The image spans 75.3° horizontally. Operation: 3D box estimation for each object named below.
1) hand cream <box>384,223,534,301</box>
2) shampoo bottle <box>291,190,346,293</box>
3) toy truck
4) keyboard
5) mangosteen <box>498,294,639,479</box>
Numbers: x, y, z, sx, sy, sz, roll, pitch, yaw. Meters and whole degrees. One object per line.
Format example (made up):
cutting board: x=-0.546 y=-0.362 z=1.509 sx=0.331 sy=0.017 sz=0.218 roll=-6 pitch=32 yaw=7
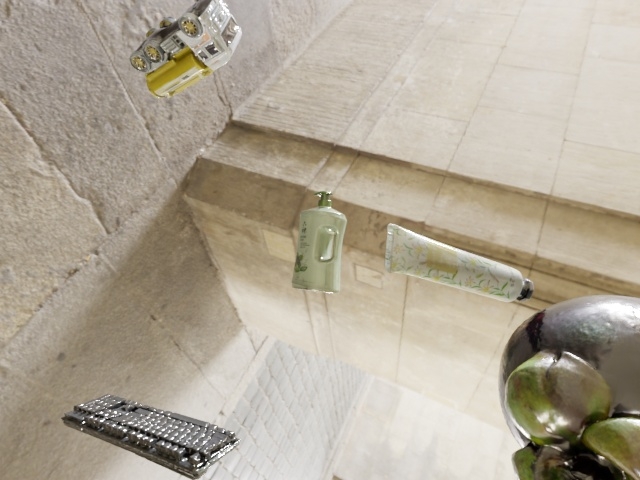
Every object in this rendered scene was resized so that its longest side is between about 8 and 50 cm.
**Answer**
hand cream: x=0.167 y=0.034 z=0.498 sx=0.042 sy=0.194 sz=0.067 roll=130 pitch=-25 yaw=-59
shampoo bottle: x=0.000 y=0.000 z=0.959 sx=0.087 sy=0.118 sz=0.234 roll=15 pitch=80 yaw=-60
toy truck: x=-0.135 y=-0.190 z=0.417 sx=0.063 sy=0.123 sz=0.052 roll=45 pitch=46 yaw=-40
keyboard: x=-0.203 y=0.216 z=0.483 sx=0.072 sy=0.231 sz=0.023 roll=-11 pitch=101 yaw=-61
mangosteen: x=0.288 y=0.168 z=0.406 sx=0.243 sy=0.243 sz=0.243 roll=-51 pitch=151 yaw=-43
